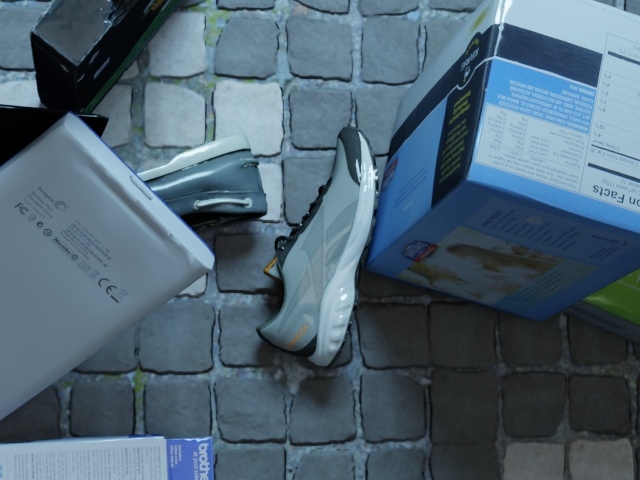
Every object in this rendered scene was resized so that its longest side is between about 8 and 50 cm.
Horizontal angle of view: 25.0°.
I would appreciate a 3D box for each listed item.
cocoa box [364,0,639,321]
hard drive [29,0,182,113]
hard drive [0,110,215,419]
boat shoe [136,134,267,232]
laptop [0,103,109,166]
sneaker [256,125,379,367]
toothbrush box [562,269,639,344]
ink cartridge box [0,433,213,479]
[{"bbox_3d":[0.215,-0.079,1.513,0.231,0.347,0.228,16,71,-10],"label":"cocoa box"},{"bbox_3d":[-0.199,-0.245,1.470,0.064,0.339,0.237,38,81,-3],"label":"hard drive"},{"bbox_3d":[-0.296,0.037,1.469,0.319,0.040,0.210,-35,113,21],"label":"hard drive"},{"bbox_3d":[-0.205,-0.014,1.564,0.319,0.116,0.099,-24,86,-17],"label":"boat shoe"},{"bbox_3d":[-0.368,-0.154,1.488,0.136,0.234,0.264,-34,84,-28],"label":"laptop"},{"bbox_3d":[0.000,0.000,1.611,0.108,0.100,0.271,14,83,-4],"label":"sneaker"},{"bbox_3d":[0.411,-0.021,1.678,0.206,0.122,0.283,24,80,-9],"label":"toothbrush box"},{"bbox_3d":[-0.269,0.306,1.551,0.311,0.065,0.185,-2,86,-9],"label":"ink cartridge box"}]
